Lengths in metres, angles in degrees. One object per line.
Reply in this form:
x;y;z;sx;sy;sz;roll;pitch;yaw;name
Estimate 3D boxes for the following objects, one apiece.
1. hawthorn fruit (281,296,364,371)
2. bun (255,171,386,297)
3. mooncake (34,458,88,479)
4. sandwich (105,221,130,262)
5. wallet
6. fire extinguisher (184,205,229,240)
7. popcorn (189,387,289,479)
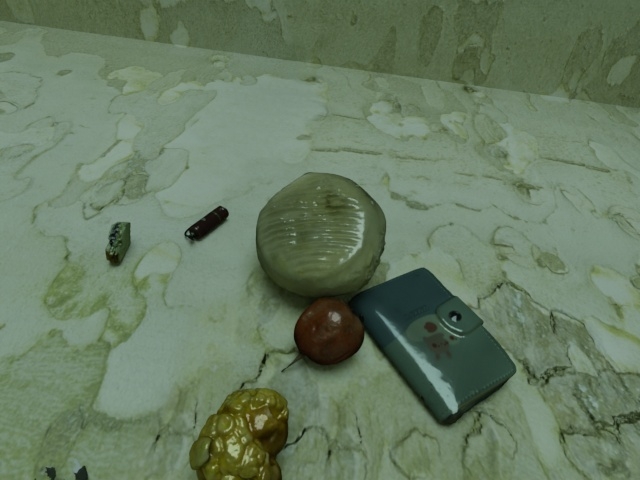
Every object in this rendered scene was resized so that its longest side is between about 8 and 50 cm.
0.011;0.206;0.925;0.149;0.149;0.189;31;46;23;hawthorn fruit
0.000;0.000;1.091;0.326;0.234;0.362;-24;50;-7;bun
-0.494;0.468;0.603;0.347;0.057;0.150;-30;52;-34;mooncake
-0.520;0.003;1.101;0.036;0.093;0.104;10;43;-10;sandwich
0.262;0.218;1.003;0.252;0.083;0.360;-22;51;-23;wallet
-0.334;-0.044;1.227;0.078;0.045;0.157;0;33;35;fire extinguisher
-0.139;0.353;0.741;0.164;0.140;0.194;10;51;-11;popcorn
